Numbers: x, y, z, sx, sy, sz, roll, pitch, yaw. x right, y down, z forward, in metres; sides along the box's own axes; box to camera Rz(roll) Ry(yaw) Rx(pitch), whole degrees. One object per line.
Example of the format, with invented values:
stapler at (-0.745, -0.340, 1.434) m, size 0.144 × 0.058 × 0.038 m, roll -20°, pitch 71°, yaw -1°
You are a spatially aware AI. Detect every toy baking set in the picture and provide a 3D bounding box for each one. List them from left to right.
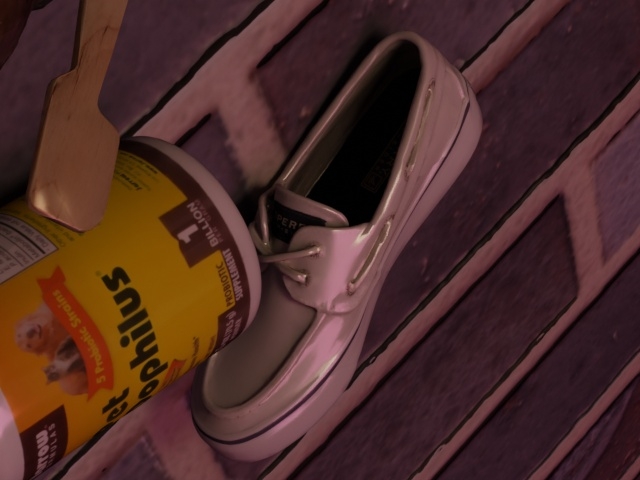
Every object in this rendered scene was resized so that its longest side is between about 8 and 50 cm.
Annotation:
toy baking set at (-0.134, -0.133, 0.624) m, size 0.256 × 0.030 × 0.197 m, roll 54°, pitch 45°, yaw -17°

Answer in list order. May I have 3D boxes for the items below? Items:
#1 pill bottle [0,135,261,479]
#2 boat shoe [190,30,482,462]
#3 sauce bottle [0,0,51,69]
pill bottle at (-0.139, 0.045, 0.845) m, size 0.215 × 0.117 × 0.117 m, roll -34°, pitch 143°, yaw -32°
boat shoe at (0.000, 0.000, 1.028) m, size 0.267 × 0.096 × 0.088 m, roll -54°, pitch 146°, yaw -6°
sauce bottle at (-0.185, -0.084, 0.652) m, size 0.344 × 0.111 × 0.111 m, roll -33°, pitch 143°, yaw -49°
